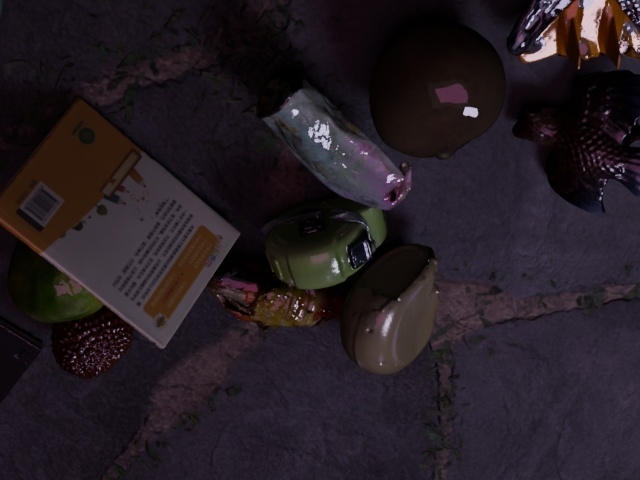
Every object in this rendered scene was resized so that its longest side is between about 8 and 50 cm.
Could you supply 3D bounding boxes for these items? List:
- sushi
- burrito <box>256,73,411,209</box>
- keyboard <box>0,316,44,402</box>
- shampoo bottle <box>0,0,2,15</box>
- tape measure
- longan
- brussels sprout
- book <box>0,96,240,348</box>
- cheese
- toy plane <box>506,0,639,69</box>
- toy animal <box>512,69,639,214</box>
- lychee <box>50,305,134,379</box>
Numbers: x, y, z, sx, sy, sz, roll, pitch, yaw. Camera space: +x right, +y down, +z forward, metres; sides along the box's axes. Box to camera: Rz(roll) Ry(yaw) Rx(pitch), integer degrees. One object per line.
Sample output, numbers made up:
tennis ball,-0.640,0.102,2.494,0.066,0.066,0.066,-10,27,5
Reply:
sushi,-0.057,0.086,1.601,0.226,0.103,0.097,11,89,-5
burrito,0.018,-0.122,1.451,0.229,0.144,0.089,39,88,-19
keyboard,-0.548,0.245,1.733,0.106,0.027,0.317,36,114,-14
shampoo bottle,-0.542,-0.231,1.390,0.349,0.151,0.222,-41,109,20
tape measure,0.000,0.000,1.522,0.177,0.154,0.088,-12,122,12
longan,0.146,-0.191,1.398,0.189,0.189,0.189,0,120,0
brussels sprout,-0.347,0.032,1.531,0.144,0.161,0.181,42,102,-15
book,-0.270,-0.024,1.485,0.295,0.208,0.020,41,151,-17
cheese,0.102,0.111,1.586,0.091,0.175,0.202,30,151,27
toy plane,0.335,-0.368,1.340,0.204,0.103,0.316,-2,113,-1
toy animal,0.351,-0.130,1.459,0.179,0.116,0.219,10,126,-6
lychee,-0.338,0.141,1.612,0.123,0.129,0.123,22,142,18
